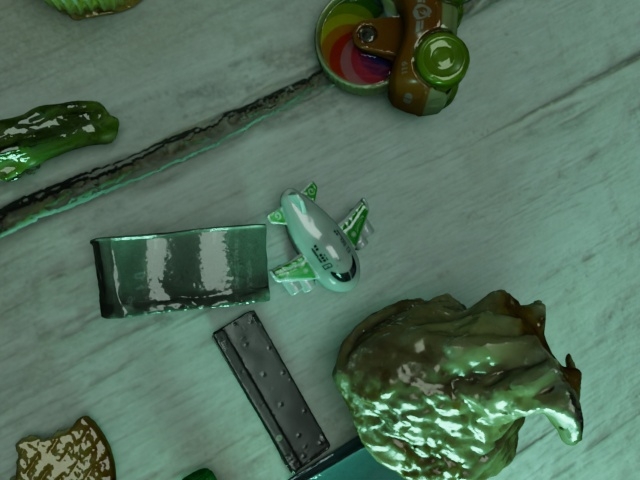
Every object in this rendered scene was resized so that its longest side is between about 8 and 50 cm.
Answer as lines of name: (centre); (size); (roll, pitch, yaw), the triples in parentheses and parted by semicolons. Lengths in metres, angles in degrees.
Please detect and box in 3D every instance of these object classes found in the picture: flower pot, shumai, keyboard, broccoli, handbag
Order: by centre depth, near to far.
broccoli: (-0.406, -0.123, 0.909); (0.303, 0.145, 0.165); (-17, 96, -26)
shumai: (0.195, 0.189, 0.939); (0.313, 0.262, 0.267); (21, 66, -21)
flower pot: (-0.181, 0.039, 0.961); (0.229, 0.103, 0.108); (-6, 90, -14)
keyboard: (-0.069, 0.213, 1.023); (0.072, 0.023, 0.231); (-31, 95, -20)
handbag: (0.064, 0.405, 1.029); (0.179, 0.062, 0.229); (-28, 95, -11)

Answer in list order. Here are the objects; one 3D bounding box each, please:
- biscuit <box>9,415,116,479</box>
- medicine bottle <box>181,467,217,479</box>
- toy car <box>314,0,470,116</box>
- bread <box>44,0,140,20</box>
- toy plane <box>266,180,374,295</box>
biscuit: (-0.364, 0.344, 0.939); (0.228, 0.031, 0.176); (-31, 94, -12)
medicine bottle: (-0.102, 0.451, 0.975); (0.111, 0.076, 0.309); (-27, 95, -16)
toy car: (0.100, -0.297, 1.041); (0.234, 0.145, 0.235); (0, 85, 3)
bread: (-0.325, -0.437, 0.921); (0.204, 0.156, 0.288); (-20, 94, -12)
toy plane: (-0.001, 0.000, 1.017); (0.173, 0.080, 0.174); (-2, 96, -21)
